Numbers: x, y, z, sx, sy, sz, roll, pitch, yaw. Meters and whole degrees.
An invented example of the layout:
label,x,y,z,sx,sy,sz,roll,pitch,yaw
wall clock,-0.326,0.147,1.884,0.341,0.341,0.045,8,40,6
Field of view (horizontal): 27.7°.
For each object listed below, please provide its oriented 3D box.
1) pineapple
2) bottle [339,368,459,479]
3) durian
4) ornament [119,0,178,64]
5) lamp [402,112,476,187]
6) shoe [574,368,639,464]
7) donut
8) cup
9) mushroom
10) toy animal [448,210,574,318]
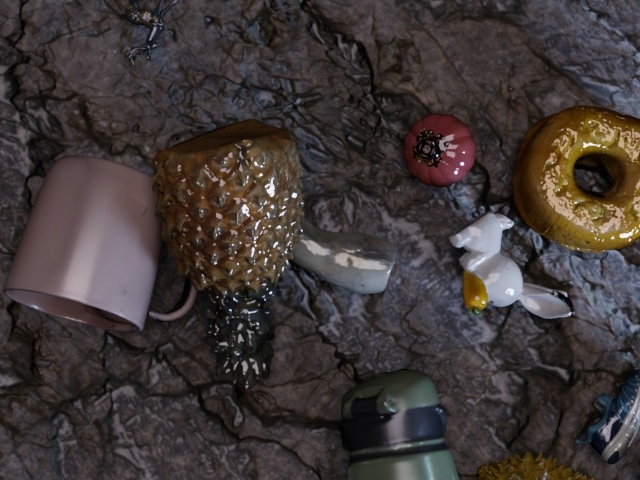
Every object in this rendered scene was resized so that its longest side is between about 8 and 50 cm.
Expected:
label,x,y,z,sx,sy,sz,roll,pitch,yaw
pineapple,-0.107,0.021,1.729,0.202,0.202,0.362,-10,110,-6
bottle,0.114,0.344,1.729,0.168,0.168,0.347,-7,79,-5
durian,0.328,0.396,1.754,0.250,0.138,0.183,27,70,-4
ornament,-0.262,-0.316,1.904,0.073,0.028,0.125,20,77,0
lamp,0.171,-0.129,1.862,0.107,0.092,0.107,1,93,29
shoe,0.418,0.243,1.825,0.071,0.064,0.143,25,72,20
donut,0.390,-0.089,1.859,0.227,0.114,0.226,1,81,-4
cup,-0.280,0.012,1.768,0.253,0.191,0.200,20,75,-20
mushroom,-0.003,0.004,1.832,0.223,0.081,0.092,24,80,2
toy animal,0.260,0.050,1.822,0.127,0.131,0.181,-29,92,13
